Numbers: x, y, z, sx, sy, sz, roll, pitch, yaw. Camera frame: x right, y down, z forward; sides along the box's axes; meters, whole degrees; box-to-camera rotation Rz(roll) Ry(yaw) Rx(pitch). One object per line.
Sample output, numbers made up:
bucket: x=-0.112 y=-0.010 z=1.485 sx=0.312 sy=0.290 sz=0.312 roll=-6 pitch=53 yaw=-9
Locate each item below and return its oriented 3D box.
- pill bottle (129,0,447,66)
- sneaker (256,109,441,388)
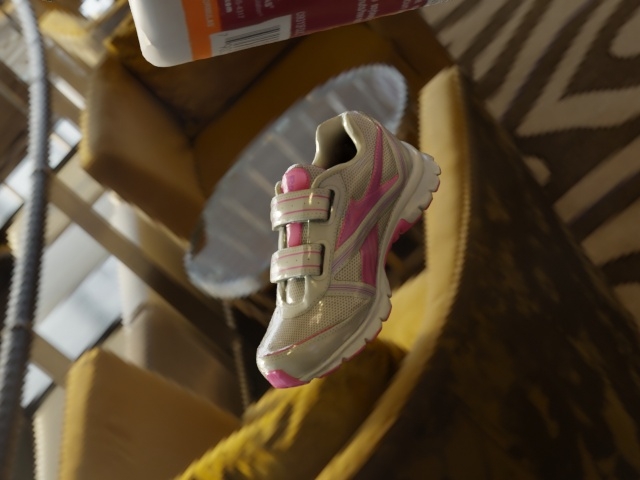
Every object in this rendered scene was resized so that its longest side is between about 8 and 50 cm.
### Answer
pill bottle: x=0.049 y=-0.265 z=0.903 sx=0.392 sy=0.224 sz=0.224 roll=-15 pitch=25 yaw=-6
sneaker: x=0.000 y=0.000 z=1.076 sx=0.103 sy=0.111 sz=0.252 roll=-17 pitch=40 yaw=44
